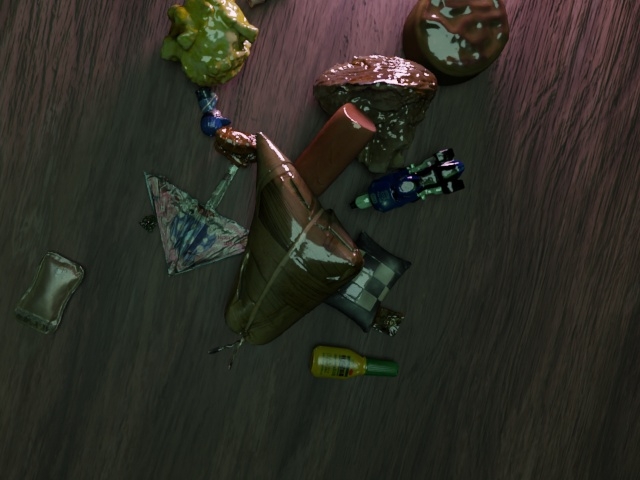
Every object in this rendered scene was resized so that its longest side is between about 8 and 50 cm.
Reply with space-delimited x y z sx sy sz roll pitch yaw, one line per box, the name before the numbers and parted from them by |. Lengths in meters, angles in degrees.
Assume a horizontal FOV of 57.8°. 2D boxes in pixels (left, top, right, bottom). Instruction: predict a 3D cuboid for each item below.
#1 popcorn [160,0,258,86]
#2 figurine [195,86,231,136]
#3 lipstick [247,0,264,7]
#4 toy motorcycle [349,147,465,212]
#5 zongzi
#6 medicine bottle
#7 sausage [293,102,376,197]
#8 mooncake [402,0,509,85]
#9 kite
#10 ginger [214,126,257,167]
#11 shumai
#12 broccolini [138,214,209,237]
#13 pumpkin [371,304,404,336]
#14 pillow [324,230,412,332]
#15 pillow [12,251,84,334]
popcorn | -0.293 -0.541 1.549 0.255 0.195 0.256 4 112 -3
figurine | -0.311 -0.358 1.613 0.079 0.077 0.136 -36 103 -44
lipstick | -0.122 -0.720 1.629 0.186 0.057 0.063 -26 96 -11
toy motorcycle | 0.246 -0.154 1.639 0.331 0.196 0.125 -20 95 -5
zongzi | -0.192 0.031 1.598 0.500 0.218 0.467 -39 85 10
medicine bottle | 0.102 0.369 1.719 0.261 0.064 0.095 8 92 -9
sausage | 0.023 -0.235 1.583 0.121 0.121 0.304 38 128 -8
mooncake | 0.387 -0.596 1.654 0.284 0.155 0.284 0 92 -6
kite | -0.334 -0.060 1.633 0.406 0.014 0.368 31 81 -15
ginger | -0.223 -0.253 1.621 0.162 0.103 0.073 13 56 -17
shumai | 0.161 -0.363 1.660 0.346 0.217 0.283 -7 127 5
broccolini | -0.411 -0.044 1.637 0.194 0.054 0.052 7 74 -10
pumpkin | 0.201 0.242 1.730 0.083 0.054 0.074 22 95 -13
pillow | 0.128 0.118 1.686 0.186 0.106 0.250 36 84 -8
pillow | -0.750 0.147 1.605 0.130 0.033 0.217 30 89 -7
